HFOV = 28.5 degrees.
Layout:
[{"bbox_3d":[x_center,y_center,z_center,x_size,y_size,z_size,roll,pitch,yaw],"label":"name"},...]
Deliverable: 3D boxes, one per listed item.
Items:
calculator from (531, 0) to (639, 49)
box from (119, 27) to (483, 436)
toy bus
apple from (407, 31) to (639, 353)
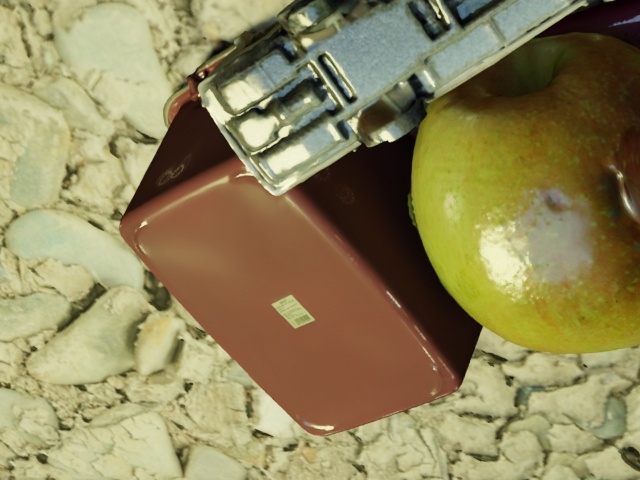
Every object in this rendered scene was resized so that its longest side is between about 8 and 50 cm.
[{"bbox_3d":[0.180,-0.101,0.888,0.190,0.034,0.127,-12,126,30],"label":"calculator"},{"bbox_3d":[0.000,0.000,0.955,0.193,0.167,0.294,-26,117,34],"label":"box"},{"bbox_3d":[0.090,-0.159,0.742,0.342,0.138,0.097,-31,106,19],"label":"toy bus"},{"bbox_3d":[0.161,-0.027,0.834,0.207,0.174,0.188,-21,123,23],"label":"apple"}]
